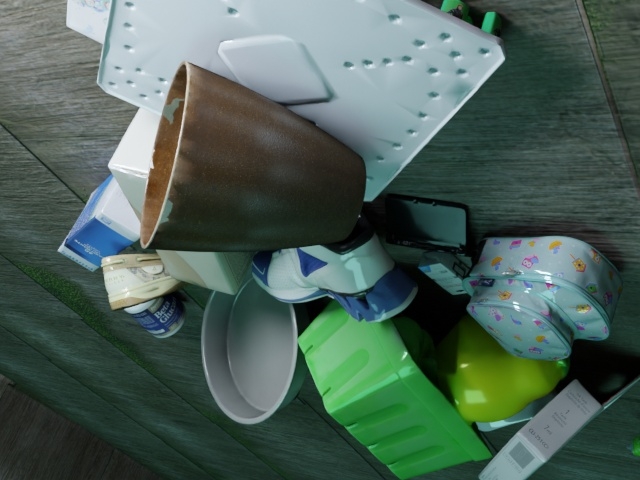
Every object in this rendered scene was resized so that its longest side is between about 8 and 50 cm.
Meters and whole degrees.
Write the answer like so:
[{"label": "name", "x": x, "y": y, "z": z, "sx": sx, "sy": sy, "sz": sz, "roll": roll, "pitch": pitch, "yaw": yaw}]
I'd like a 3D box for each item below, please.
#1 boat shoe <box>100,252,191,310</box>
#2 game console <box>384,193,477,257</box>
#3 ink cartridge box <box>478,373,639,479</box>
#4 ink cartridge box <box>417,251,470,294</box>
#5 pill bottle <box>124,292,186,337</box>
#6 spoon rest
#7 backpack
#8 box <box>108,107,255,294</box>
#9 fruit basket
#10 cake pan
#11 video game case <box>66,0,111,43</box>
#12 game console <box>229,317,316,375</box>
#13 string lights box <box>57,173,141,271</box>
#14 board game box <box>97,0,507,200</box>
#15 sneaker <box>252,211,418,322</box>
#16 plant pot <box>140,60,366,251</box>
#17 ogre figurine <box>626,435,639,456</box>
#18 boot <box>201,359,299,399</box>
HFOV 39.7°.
[{"label": "boat shoe", "x": -0.252, "y": 0.038, "z": 1.489, "sx": 0.104, "sy": 0.285, "sz": 0.089, "roll": -18, "pitch": 94, "yaw": 28}, {"label": "game console", "x": 0.160, "y": -0.020, "z": 1.269, "sx": 0.122, "sy": 0.071, "sz": 0.107, "roll": 10, "pitch": -179, "yaw": 24}, {"label": "ink cartridge box", "x": 0.404, "y": 0.305, "z": 1.484, "sx": 0.066, "sy": 0.261, "sz": 0.296, "roll": 48, "pitch": 160, "yaw": 19}, {"label": "ink cartridge box", "x": 0.195, "y": 0.049, "z": 1.350, "sx": 0.083, "sy": 0.028, "sz": 0.048, "roll": 38, "pitch": 150, "yaw": -28}, {"label": "pill bottle", "x": -0.359, "y": 0.124, "z": 1.842, "sx": 0.094, "sy": 0.094, "sz": 0.169, "roll": 5, "pitch": 149, "yaw": 31}, {"label": "spoon rest", "x": 0.340, "y": 0.303, "z": 1.655, "sx": 0.137, "sy": 0.084, "sz": 0.276, "roll": 26, "pitch": 154, "yaw": -9}, {"label": "backpack", "x": 0.302, "y": 0.075, "z": 1.195, "sx": 0.188, "sy": 0.144, "sz": 0.166, "roll": -13, "pitch": 132, "yaw": 45}, {"label": "box", "x": -0.183, "y": -0.062, "z": 1.306, "sx": 0.121, "sy": 0.148, "sz": 0.311, "roll": 14, "pitch": 151, "yaw": 17}, {"label": "fruit basket", "x": 0.204, "y": 0.203, "z": 1.464, "sx": 0.392, "sy": 0.283, "sz": 0.392, "roll": -12, "pitch": 132, "yaw": -13}, {"label": "cake pan", "x": -0.115, "y": 0.180, "z": 1.591, "sx": 0.054, "sy": 0.293, "sz": 0.293, "roll": 5, "pitch": 169, "yaw": -40}, {"label": "video game case", "x": -0.239, "y": -0.279, "z": 1.082, "sx": 0.143, "sy": 0.019, "sz": 0.157, "roll": 26, "pitch": 154, "yaw": -7}, {"label": "game console", "x": -0.028, "y": 0.250, "z": 1.753, "sx": 0.293, "sy": 0.250, "sz": 0.173, "roll": -13, "pitch": 111, "yaw": 49}, {"label": "string lights box", "x": -0.340, "y": -0.047, "z": 1.463, "sx": 0.076, "sy": 0.133, "sz": 0.259, "roll": 33, "pitch": 152, "yaw": -19}, {"label": "board game box", "x": -0.045, "y": -0.208, "z": 1.006, "sx": 0.390, "sy": 0.050, "sz": 0.390, "roll": 23, "pitch": 154, "yaw": -10}, {"label": "sneaker", "x": 0.001, "y": 0.000, "z": 1.325, "sx": 0.315, "sy": 0.127, "sz": 0.182, "roll": 9, "pitch": 131, "yaw": 53}, {"label": "plant pot", "x": -0.072, "y": -0.075, "z": 1.032, "sx": 0.230, "sy": 0.215, "sz": 0.215, "roll": 12, "pitch": 157, "yaw": -18}, {"label": "ogre figurine", "x": 0.613, "y": 0.347, "z": 1.526, "sx": 0.118, "sy": 0.097, "sz": 0.197, "roll": 8, "pitch": 171, "yaw": -10}, {"label": "boot", "x": -0.167, "y": 0.304, "z": 2.046, "sx": 0.236, "sy": 0.085, "sz": 0.178, "roll": 31, "pitch": 155, "yaw": -4}]
